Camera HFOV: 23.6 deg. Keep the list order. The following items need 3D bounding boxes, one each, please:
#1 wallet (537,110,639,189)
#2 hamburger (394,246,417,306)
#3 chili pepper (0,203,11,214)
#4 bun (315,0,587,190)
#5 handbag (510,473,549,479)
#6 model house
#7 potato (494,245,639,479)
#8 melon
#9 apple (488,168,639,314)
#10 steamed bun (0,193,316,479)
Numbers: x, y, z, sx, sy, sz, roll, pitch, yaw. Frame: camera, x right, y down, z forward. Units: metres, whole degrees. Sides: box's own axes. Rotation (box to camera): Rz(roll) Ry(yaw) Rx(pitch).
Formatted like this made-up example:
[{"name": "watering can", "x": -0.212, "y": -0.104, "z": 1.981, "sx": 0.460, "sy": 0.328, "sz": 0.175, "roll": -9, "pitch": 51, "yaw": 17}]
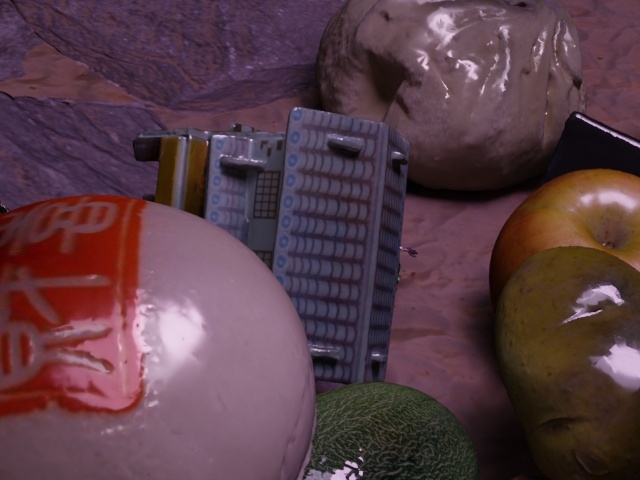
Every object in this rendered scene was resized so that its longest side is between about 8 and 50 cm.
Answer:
[{"name": "wallet", "x": 0.378, "y": -0.021, "z": 1.690, "sx": 0.285, "sy": 0.146, "sz": 0.030, "roll": 26, "pitch": 8, "yaw": 12}, {"name": "hamburger", "x": -0.002, "y": 0.002, "z": 1.544, "sx": 0.189, "sy": 0.093, "sz": 0.164, "roll": -13, "pitch": 45, "yaw": -32}, {"name": "chili pepper", "x": -0.235, "y": 0.067, "z": 1.390, "sx": 0.122, "sy": 0.065, "sz": 0.279, "roll": 3, "pitch": 41, "yaw": -24}, {"name": "bun", "x": 0.167, "y": -0.220, "z": 1.811, "sx": 0.359, "sy": 0.211, "sz": 0.360, "roll": 10, "pitch": 34, "yaw": -7}, {"name": "handbag", "x": 0.190, "y": 0.284, "z": 1.252, "sx": 0.151, "sy": 0.072, "sz": 0.193, "roll": 18, "pitch": 37, "yaw": 3}, {"name": "model house", "x": -0.037, "y": 0.009, "z": 1.340, "sx": 0.215, "sy": 0.224, "sz": 0.198, "roll": 2, "pitch": -7, "yaw": 43}, {"name": "potato", "x": 0.238, "y": 0.110, "z": 1.321, "sx": 0.169, "sy": 0.143, "sz": 0.248, "roll": -4, "pitch": 46, "yaw": -15}, {"name": "melon", "x": 0.007, "y": 0.214, "z": 1.182, "sx": 0.182, "sy": 0.182, "sz": 0.287, "roll": 37, "pitch": 39, "yaw": 27}, {"name": "apple", "x": 0.272, "y": 0.041, "z": 1.536, "sx": 0.235, "sy": 0.173, "sz": 0.210, "roll": -25, "pitch": 54, "yaw": -31}, {"name": "steamed bun", "x": -0.195, "y": 0.109, "z": 1.087, "sx": 0.374, "sy": 0.241, "sz": 0.374, "roll": -19, "pitch": 29, "yaw": 11}]
